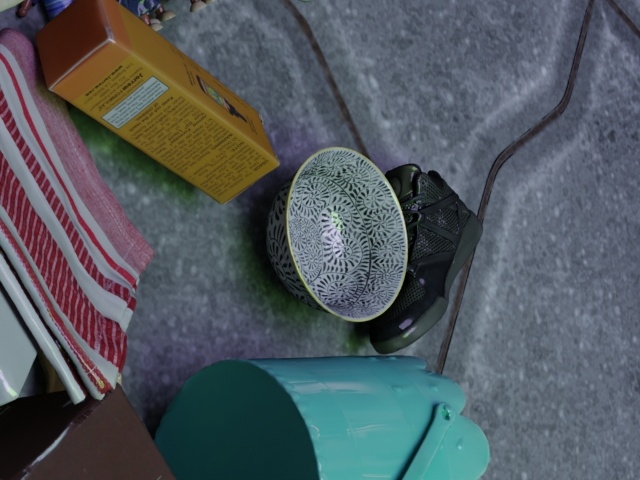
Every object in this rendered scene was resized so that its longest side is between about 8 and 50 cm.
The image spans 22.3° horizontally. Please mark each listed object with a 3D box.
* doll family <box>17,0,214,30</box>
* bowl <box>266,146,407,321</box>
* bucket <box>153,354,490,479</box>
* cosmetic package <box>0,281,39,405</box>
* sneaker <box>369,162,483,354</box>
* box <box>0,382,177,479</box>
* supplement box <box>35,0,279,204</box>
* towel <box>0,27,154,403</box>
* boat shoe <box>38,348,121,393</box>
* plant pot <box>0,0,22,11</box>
[{"bbox_3d":[-0.181,-0.234,1.438,0.193,0.076,0.111,-37,112,-42],"label":"doll family"},{"bbox_3d":[0.000,0.000,1.569,0.170,0.080,0.170,15,69,-45],"label":"bowl"},{"bbox_3d":[-0.009,0.225,1.373,0.183,0.281,0.281,7,75,-40],"label":"bucket"},{"bbox_3d":[-0.303,0.001,1.127,0.224,0.138,0.224,-91,156,-73],"label":"cosmetic package"},{"bbox_3d":[0.083,0.010,1.656,0.130,0.087,0.227,53,44,-22],"label":"sneaker"},{"bbox_3d":[-0.203,0.242,1.224,0.168,0.167,0.203,-44,113,-43],"label":"box"},{"bbox_3d":[-0.138,-0.121,1.415,0.233,0.080,0.078,33,26,-44],"label":"supplement box"},{"bbox_3d":[-0.208,-0.032,1.245,0.237,0.037,0.329,61,7,-16],"label":"towel"},{"bbox_3d":[-0.197,0.102,1.353,0.059,0.063,0.170,44,39,-61],"label":"boat shoe"},{"bbox_3d":[-0.367,-0.266,1.068,0.334,0.305,0.333,15,69,-45],"label":"plant pot"}]
